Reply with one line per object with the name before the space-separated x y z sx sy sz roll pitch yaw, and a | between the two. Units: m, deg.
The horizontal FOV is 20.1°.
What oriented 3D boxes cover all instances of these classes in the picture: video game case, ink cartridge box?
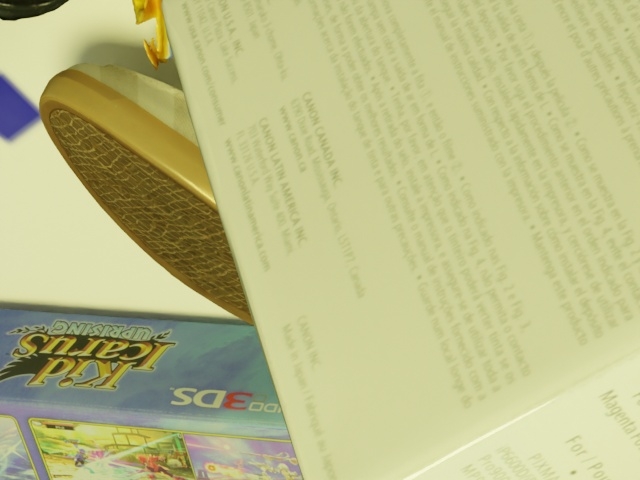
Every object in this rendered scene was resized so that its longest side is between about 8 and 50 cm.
video game case | -0.079 0.139 0.780 0.269 0.061 0.244 3 131 20
ink cartridge box | 0.083 -0.045 0.440 0.232 0.189 0.066 -27 137 9

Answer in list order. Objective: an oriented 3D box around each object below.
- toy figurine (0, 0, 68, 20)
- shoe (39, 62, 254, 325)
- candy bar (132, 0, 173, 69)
toy figurine | -0.164 -0.114 0.504 0.209 0.213 0.148 39 148 -8
shoe | 0.000 0.000 0.641 0.219 0.058 0.076 35 153 -3
candy bar | 0.013 -0.069 0.596 0.161 0.018 0.040 6 130 16
